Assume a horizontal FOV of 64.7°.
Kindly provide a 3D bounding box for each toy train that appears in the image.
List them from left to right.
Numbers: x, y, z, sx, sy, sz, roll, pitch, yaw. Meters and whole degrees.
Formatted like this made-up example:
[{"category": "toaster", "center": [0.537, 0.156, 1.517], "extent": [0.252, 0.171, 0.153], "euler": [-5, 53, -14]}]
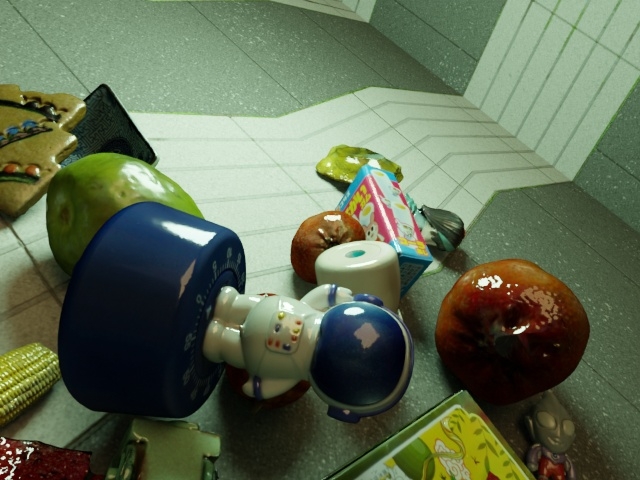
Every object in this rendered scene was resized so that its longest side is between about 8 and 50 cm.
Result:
[{"category": "toy train", "center": [-0.187, 0.353, 0.525], "extent": [0.129, 0.159, 0.326], "euler": [19, 35, -20]}]

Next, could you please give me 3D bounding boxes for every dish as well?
[{"category": "dish", "center": [-0.418, -0.167, 0.998], "extent": [0.243, 0.182, 0.080], "euler": [50, 3, 23]}]

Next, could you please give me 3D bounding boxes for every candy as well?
[{"category": "candy", "center": [0.137, -0.020, 1.177], "extent": [0.100, 0.157, 0.305], "euler": [11, 41, -26]}]

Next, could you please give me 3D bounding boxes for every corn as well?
[{"category": "corn", "center": [-0.409, 0.191, 0.635], "extent": [0.085, 0.063, 0.165], "euler": [16, 30, 20]}]

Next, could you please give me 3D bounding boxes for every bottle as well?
[{"category": "bottle", "center": [0.078, 0.131, 0.922], "extent": [0.148, 0.236, 0.147], "euler": [-9, 18, 3]}]

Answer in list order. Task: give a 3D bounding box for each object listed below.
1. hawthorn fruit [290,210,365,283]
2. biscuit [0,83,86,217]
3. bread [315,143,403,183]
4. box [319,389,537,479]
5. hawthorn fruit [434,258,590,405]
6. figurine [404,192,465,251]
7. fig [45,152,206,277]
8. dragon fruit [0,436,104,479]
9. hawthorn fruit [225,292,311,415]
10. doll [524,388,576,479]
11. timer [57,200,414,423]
[{"category": "hawthorn fruit", "center": [0.000, 0.000, 1.099], "extent": [0.165, 0.165, 0.285], "euler": [18, 10, -17]}, {"category": "biscuit", "center": [-0.554, -0.172, 0.906], "extent": [0.279, 0.043, 0.301], "euler": [-17, 63, -21]}, {"category": "bread", "center": [0.112, -0.204, 1.405], "extent": [0.233, 0.088, 0.161], "euler": [15, 23, 13]}, {"category": "box", "center": [0.168, 0.450, 0.674], "extent": [0.421, 0.138, 0.373], "euler": [-13, 54, -42]}, {"category": "hawthorn fruit", "center": [0.372, 0.176, 1.027], "extent": [0.295, 0.294, 0.311], "euler": [34, 2, 3]}, {"category": "figurine", "center": [0.275, -0.057, 1.361], "extent": [0.246, 0.110, 0.138], "euler": [27, 33, 8]}, {"category": "fig", "center": [-0.277, -0.030, 0.842], "extent": [0.314, 0.233, 0.233], "euler": [-6, 50, -31]}, {"category": "dragon fruit", "center": [-0.358, 0.264, 0.482], "extent": [0.262, 0.189, 0.162], "euler": [15, 50, -19]}, {"category": "hawthorn fruit", "center": [-0.078, 0.176, 0.817], "extent": [0.174, 0.174, 0.178], "euler": [-2, 75, -37]}, {"category": "doll", "center": [0.454, 0.385, 1.003], "extent": [0.102, 0.075, 0.227], "euler": [22, 48, 4]}, {"category": "timer", "center": [-0.076, 0.112, 0.629], "extent": [0.384, 0.270, 0.270], "euler": [11, 36, 8]}]
